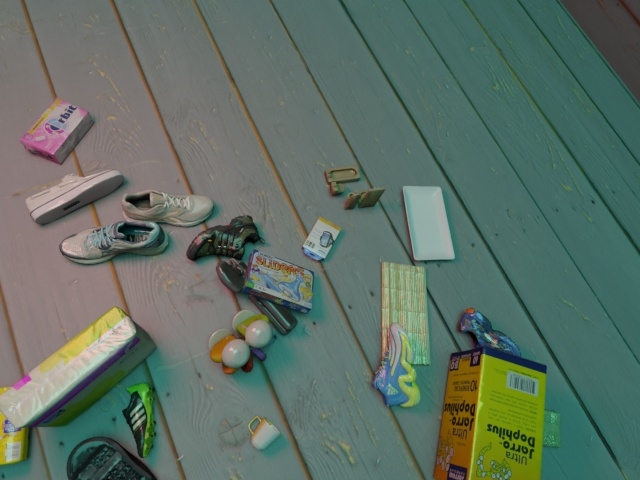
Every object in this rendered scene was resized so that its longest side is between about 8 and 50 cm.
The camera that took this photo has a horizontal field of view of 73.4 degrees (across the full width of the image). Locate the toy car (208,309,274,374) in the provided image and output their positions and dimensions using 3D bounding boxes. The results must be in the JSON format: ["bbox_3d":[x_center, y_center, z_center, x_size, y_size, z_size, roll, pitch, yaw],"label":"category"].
[{"bbox_3d":[-0.201,0.285,1.164,0.182,0.159,0.136,-39,115,-22],"label":"toy car"}]

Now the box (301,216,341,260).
[{"bbox_3d":[0.000,0.000,1.365,0.081,0.028,0.136,30,69,1],"label":"box"}]

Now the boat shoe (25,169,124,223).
[{"bbox_3d":[-0.713,-0.148,1.248,0.268,0.096,0.088,-33,83,-12],"label":"boat shoe"}]

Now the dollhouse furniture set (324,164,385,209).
[{"bbox_3d":[0.108,-0.196,1.409,0.144,0.123,0.151,-9,71,-15],"label":"dollhouse furniture set"}]

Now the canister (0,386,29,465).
[{"bbox_3d":[-0.759,0.439,1.017,0.126,0.073,0.169,-3,71,-12],"label":"canister"}]

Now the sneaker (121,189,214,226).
[{"bbox_3d":[-0.448,-0.101,1.263,0.263,0.121,0.099,-7,71,-14],"label":"sneaker"}]

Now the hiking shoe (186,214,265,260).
[{"bbox_3d":[-0.279,0.012,1.271,0.227,0.086,0.114,-30,74,-21],"label":"hiking shoe"}]

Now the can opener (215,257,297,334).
[{"bbox_3d":[-0.187,0.164,1.236,0.280,0.074,0.093,44,51,5],"label":"can opener"}]

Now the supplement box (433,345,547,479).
[{"bbox_3d":[0.461,0.496,1.171,0.196,0.194,0.356,18,66,-4],"label":"supplement box"}]

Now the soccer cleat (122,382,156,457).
[{"bbox_3d":[-0.459,0.453,1.084,0.073,0.060,0.178,-9,64,-4],"label":"soccer cleat"}]

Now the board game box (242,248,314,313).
[{"bbox_3d":[-0.117,0.118,1.239,0.201,0.035,0.136,22,44,-20],"label":"board game box"}]

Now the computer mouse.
[{"bbox_3d":[-0.484,0.583,1.023,0.188,0.072,0.272,-42,94,-24],"label":"computer mouse"}]

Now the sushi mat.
[{"bbox_3d":[0.262,0.224,1.334,0.152,0.019,0.316,7,68,-10],"label":"sushi mat"}]

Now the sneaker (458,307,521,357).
[{"bbox_3d":[0.518,0.311,1.328,0.221,0.083,0.087,42,81,12],"label":"sneaker"}]

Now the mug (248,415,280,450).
[{"bbox_3d":[-0.151,0.508,1.128,0.064,0.078,0.062,-47,116,-14],"label":"mug"}]

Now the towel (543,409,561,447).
[{"bbox_3d":[0.648,0.552,1.278,0.148,0.027,0.110,14,68,-6],"label":"towel"}]

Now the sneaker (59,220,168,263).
[{"bbox_3d":[-0.580,-0.013,1.201,0.283,0.122,0.110,-9,71,-15],"label":"sneaker"}]

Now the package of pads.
[{"bbox_3d":[-0.554,0.308,1.025,0.296,0.229,0.101,-41,79,-21],"label":"package of pads"}]

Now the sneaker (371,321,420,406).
[{"bbox_3d":[0.202,0.359,1.215,0.126,0.091,0.239,-12,85,-9],"label":"sneaker"}]

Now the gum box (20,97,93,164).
[{"bbox_3d":[-0.803,-0.331,1.313,0.107,0.062,0.188,24,66,-1],"label":"gum box"}]

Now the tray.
[{"bbox_3d":[0.360,-0.058,1.457,0.145,0.030,0.270,-1,69,-11],"label":"tray"}]
